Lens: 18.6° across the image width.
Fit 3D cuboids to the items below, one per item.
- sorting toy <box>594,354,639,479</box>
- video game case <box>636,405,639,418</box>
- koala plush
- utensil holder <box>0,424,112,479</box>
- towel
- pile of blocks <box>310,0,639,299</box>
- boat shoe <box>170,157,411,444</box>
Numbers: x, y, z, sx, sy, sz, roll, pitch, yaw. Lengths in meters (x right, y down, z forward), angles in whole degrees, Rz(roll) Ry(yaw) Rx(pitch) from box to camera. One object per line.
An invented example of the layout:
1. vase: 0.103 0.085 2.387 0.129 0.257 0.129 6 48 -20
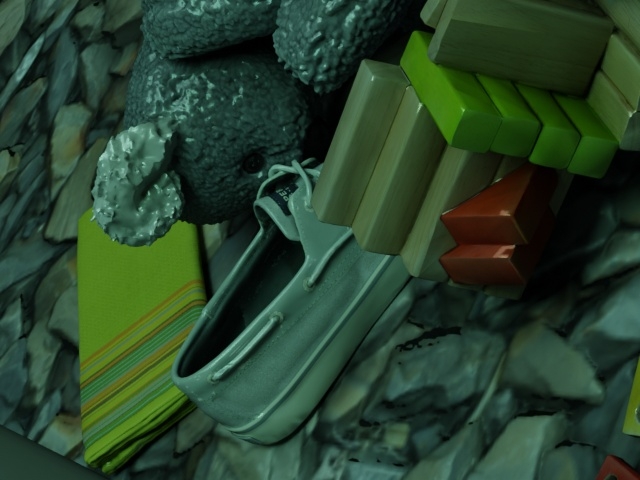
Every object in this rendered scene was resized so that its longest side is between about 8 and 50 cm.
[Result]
1. sorting toy: 0.165 0.119 0.735 0.132 0.046 0.274 -64 30 12
2. video game case: 0.207 0.065 0.786 0.119 0.015 0.166 -51 32 6
3. koala plush: -0.052 -0.107 1.129 0.196 0.203 0.221 -43 -24 -62
4. utensil holder: -0.067 0.254 0.624 0.327 0.385 0.327 -34 37 30
5. towel: -0.110 0.036 1.231 0.102 0.021 0.237 -35 36 19
6. pile of blocks: 0.146 -0.107 0.900 0.362 0.149 0.112 -46 33 13
7. boat shoe: -0.001 0.000 1.056 0.227 0.081 0.079 -58 32 -4
